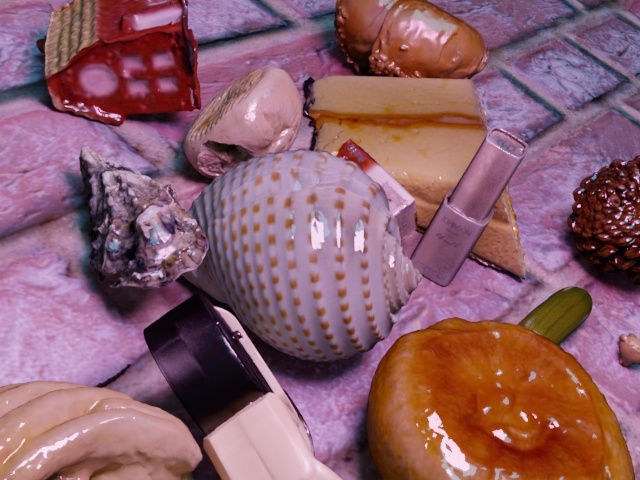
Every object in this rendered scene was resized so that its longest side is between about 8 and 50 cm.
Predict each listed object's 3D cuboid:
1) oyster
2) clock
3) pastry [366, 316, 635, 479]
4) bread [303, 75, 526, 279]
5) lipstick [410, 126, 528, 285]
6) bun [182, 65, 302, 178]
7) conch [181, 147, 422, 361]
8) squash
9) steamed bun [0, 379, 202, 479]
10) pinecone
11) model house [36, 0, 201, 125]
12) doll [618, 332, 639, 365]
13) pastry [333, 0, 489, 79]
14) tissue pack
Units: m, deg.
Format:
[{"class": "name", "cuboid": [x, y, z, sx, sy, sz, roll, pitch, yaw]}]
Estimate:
[{"class": "oyster", "cuboid": [-0.232, -0.029, 1.154, 0.199, 0.087, 0.252, -11, 49, 16]}, {"class": "clock", "cuboid": [-0.042, 0.221, 0.896, 0.120, 0.276, 0.379, -33, 57, -3]}, {"class": "pastry", "cuboid": [0.215, 0.249, 1.083, 0.356, 0.163, 0.356, 15, 45, -15]}, {"class": "bread", "cuboid": [0.157, -0.125, 1.587, 0.405, 0.242, 0.345, -2, 38, 18]}, {"class": "lipstick", "cuboid": [0.222, -0.050, 1.350, 0.079, 0.252, 0.077, 31, 38, 9]}, {"class": "bun", "cuboid": [-0.111, -0.163, 1.358, 0.128, 0.178, 0.193, 51, 45, -21]}, {"class": "conch", "cuboid": [-0.027, -0.005, 1.163, 0.319, 0.215, 0.302, 19, 53, -6]}, {"class": "squash", "cuboid": [0.355, 0.125, 1.376, 0.069, 0.069, 0.258, 42, 39, 19]}, {"class": "steamed bun", "cuboid": [-0.254, 0.258, 0.743, 0.372, 0.230, 0.324, 19, 41, -13]}, {"class": "pinecone", "cuboid": [0.545, -0.027, 1.563, 0.222, 0.221, 0.221, 16, 39, -14]}, {"class": "model house", "cuboid": [-0.318, -0.293, 1.399, 0.254, 0.160, 0.196, -11, 45, -1]}, {"class": "doll", "cuboid": [0.505, 0.167, 1.429, 0.061, 0.051, 0.093, 34, 36, 20]}, {"class": "pastry", "cuboid": [0.163, -0.386, 1.757, 0.316, 0.184, 0.284, 32, 19, 11]}, {"class": "tissue pack", "cuboid": [0.068, -0.063, 1.373, 0.099, 0.106, 0.148, -38, 66, -10]}]
